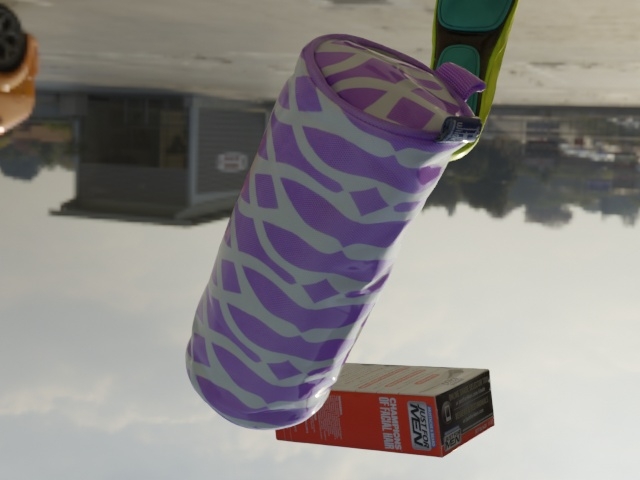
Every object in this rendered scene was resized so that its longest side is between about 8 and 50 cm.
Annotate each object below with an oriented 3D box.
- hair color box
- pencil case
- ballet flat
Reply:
[{"bbox_3d":[0.051,0.140,0.794,0.167,0.053,0.093,-5,-176,38],"label":"hair color box"},{"bbox_3d":[0.000,0.000,0.446,0.088,0.206,0.086,-14,-128,-44],"label":"pencil case"},{"bbox_3d":[0.144,-0.185,0.893,0.077,0.231,0.077,12,175,19],"label":"ballet flat"}]
